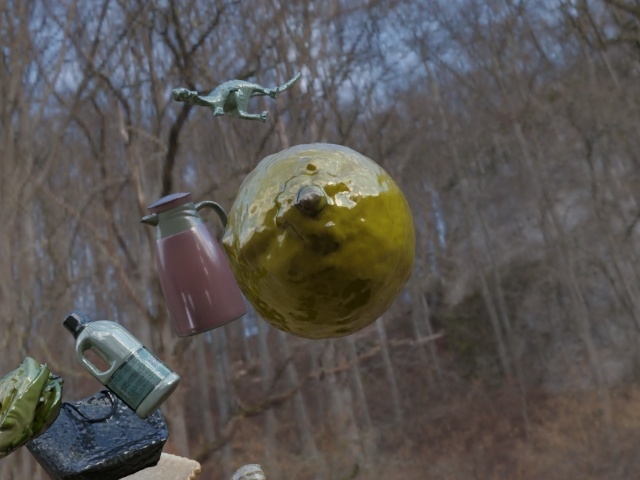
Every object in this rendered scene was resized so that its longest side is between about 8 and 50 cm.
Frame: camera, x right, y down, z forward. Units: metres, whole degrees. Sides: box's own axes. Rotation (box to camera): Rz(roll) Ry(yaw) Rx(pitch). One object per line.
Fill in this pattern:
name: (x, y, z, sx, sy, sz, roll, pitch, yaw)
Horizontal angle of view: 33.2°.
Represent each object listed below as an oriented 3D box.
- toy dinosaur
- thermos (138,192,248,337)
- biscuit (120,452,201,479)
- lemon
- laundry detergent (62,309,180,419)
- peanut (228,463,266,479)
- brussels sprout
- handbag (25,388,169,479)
toy dinosaur: (-0.114, -0.263, 2.008, 0.383, 0.129, 0.076, -10, -57, -54)
thermos: (-0.240, 0.035, 2.071, 0.176, 0.265, 0.146, -21, 5, -34)
biscuit: (-0.345, 0.506, 2.032, 0.160, 0.249, 0.030, 7, -46, 27)
lemon: (0.001, 0.003, 1.468, 0.285, 0.316, 0.285, 0, -73, -1)
laundry detergent: (-0.357, 0.204, 1.865, 0.099, 0.226, 0.070, -48, -7, -17)
peanut: (-0.194, 0.586, 2.404, 0.214, 0.099, 0.099, -43, -40, 16)
brussels sprout: (-0.446, 0.248, 1.554, 0.139, 0.181, 0.100, -16, -46, 38)
handbag: (-0.399, 0.350, 1.934, 0.270, 0.175, 0.088, -15, -36, -34)
